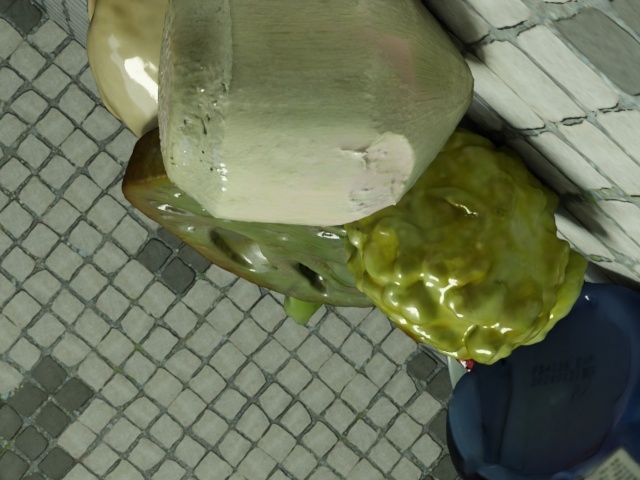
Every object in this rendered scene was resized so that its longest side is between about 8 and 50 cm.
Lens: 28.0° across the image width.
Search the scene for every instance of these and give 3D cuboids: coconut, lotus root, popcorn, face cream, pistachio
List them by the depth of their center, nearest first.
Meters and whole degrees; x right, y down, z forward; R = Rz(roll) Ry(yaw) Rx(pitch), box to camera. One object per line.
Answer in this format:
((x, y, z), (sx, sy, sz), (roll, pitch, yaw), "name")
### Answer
((-0.004, -0.110, 0.957), (0.234, 0.224, 0.224), (6, -176, -14), "coconut")
((0.127, 0.008, 1.135), (0.235, 0.181, 0.217), (43, 179, 34), "popcorn")
((0.276, 0.193, 1.218), (0.225, 0.249, 0.249), (43, 175, -29), "face cream")
((-0.040, -0.040, 1.472), (0.375, 0.111, 0.390), (15, 159, 4), "lotus root")
((-0.166, -0.210, 1.514), (0.318, 0.214, 0.193), (59, -155, -52), "pistachio")

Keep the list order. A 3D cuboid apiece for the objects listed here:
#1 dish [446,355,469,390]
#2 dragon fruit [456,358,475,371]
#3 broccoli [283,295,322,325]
((0.279, 0.168, 1.645), (0.273, 0.133, 0.273), (169, 90, -71), "dish")
((0.245, 0.101, 1.436), (0.274, 0.161, 0.126), (51, 161, 26), "dragon fruit")
((0.018, -0.026, 1.793), (0.254, 0.186, 0.302), (-5, 154, 21), "broccoli")
